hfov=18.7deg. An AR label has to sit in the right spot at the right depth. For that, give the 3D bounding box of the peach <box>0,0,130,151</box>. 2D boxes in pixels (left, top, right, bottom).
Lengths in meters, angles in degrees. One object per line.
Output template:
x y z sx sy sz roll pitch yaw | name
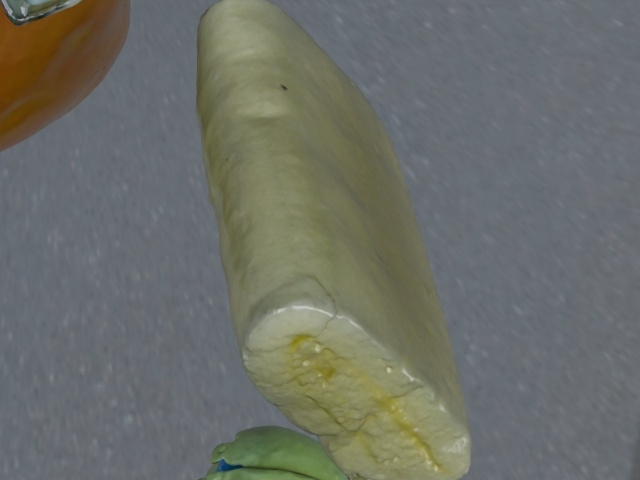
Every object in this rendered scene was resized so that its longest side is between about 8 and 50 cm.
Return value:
-0.249 -0.188 0.957 0.301 0.343 0.343 -4 105 -11 | peach

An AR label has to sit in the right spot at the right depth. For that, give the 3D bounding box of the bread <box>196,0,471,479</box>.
0.000 0.000 0.789 0.060 0.178 0.139 -27 135 17 | bread

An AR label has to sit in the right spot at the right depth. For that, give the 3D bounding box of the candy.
-0.045 0.245 0.907 0.093 0.092 0.336 3 62 17 | candy

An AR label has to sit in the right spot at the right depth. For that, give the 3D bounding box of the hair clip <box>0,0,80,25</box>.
0.004 -0.095 0.445 0.172 0.049 0.049 -23 107 -5 | hair clip
